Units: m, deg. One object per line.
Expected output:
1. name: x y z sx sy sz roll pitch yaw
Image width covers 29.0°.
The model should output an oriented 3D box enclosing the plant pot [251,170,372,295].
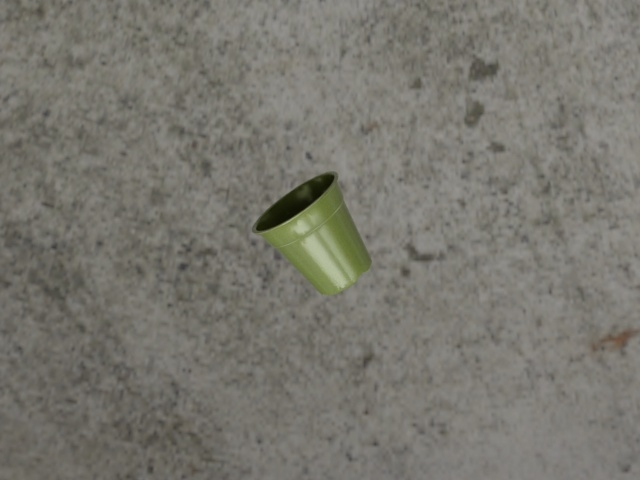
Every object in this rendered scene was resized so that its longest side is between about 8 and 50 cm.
1. plant pot: 0.000 0.000 1.005 0.083 0.083 0.079 -26 108 25
